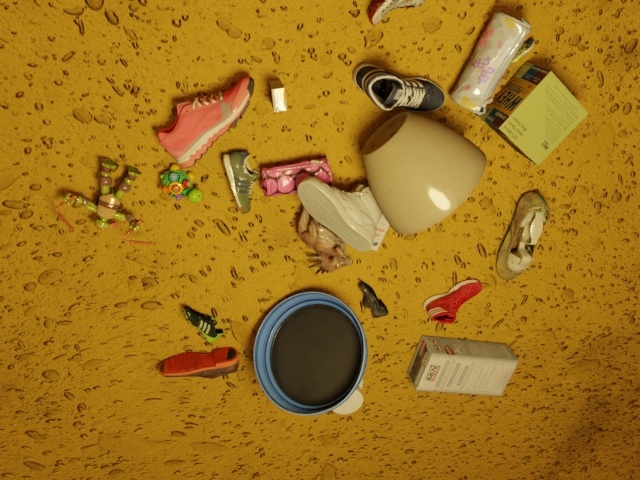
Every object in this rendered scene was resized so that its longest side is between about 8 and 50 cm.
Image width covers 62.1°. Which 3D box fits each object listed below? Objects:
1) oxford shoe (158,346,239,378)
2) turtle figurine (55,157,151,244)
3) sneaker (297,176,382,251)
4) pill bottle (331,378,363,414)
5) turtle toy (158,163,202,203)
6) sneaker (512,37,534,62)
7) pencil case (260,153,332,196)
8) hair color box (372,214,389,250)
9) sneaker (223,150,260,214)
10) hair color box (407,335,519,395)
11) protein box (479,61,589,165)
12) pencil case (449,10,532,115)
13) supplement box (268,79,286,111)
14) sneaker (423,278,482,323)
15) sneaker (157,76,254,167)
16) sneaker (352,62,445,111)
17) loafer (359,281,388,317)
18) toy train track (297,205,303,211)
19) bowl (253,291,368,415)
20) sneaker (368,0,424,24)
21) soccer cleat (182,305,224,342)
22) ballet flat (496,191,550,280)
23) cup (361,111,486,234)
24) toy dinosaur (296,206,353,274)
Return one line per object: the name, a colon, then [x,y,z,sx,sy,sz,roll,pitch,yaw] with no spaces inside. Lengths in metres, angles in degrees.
oxford shoe: [-0.415,0.445,1.833,0.271,0.097,0.098,-5,125,-9]
turtle figurine: [-0.579,-0.107,1.495,0.269,0.087,0.217,23,105,-13]
sneaker: [0.064,-0.118,1.553,0.108,0.169,0.292,-18,128,45]
pill bottle: [0.063,0.457,1.831,0.152,0.272,0.152,-5,120,-9]
turtle toy: [-0.398,-0.152,1.518,0.130,0.066,0.095,28,110,-24]
sneaker: [0.573,-0.548,1.518,0.035,0.031,0.083,38,106,-26]
pencil case: [-0.072,-0.188,1.553,0.209,0.095,0.098,-12,155,-7]
hair color box: [0.168,-0.058,1.695,0.093,0.053,0.167,16,113,-19]
sneaker: [-0.216,-0.170,1.546,0.086,0.064,0.192,-14,117,2]
hair color box: [0.544,0.483,2.038,0.374,0.114,0.185,8,116,-16]
protein box: [0.624,-0.372,1.566,0.199,0.136,0.201,33,107,-26]
pencil case: [0.469,-0.489,1.478,0.113,0.124,0.273,17,113,-20]
supplement box: [-0.116,-0.389,1.426,0.036,0.098,0.062,-8,119,-7]
sneaker: [0.486,0.229,1.875,0.221,0.128,0.087,-28,121,6]
sneaker: [-0.307,-0.334,1.409,0.314,0.116,0.136,-42,117,13]
sneaker: [0.233,-0.401,1.459,0.282,0.153,0.099,12,116,-17]
loafer: [0.173,0.213,1.844,0.061,0.062,0.170,-31,119,12]
toy train track: [-0.034,-0.109,1.648,0.083,0.014,0.048,-27,120,4]
bowl: [-0.029,0.364,1.722,0.391,0.391,0.077,-36,153,9]
sneaker: [0.223,-0.630,1.369,0.225,0.088,0.093,-35,121,9]
soccer cleat: [-0.389,0.268,1.763,0.072,0.060,0.179,-34,127,-3]
ballet flat: [0.689,0.009,1.804,0.123,0.123,0.349,1,119,-12]
cup: [0.253,-0.216,1.485,0.331,0.331,0.237,-43,109,13]
toy dinosaur: [0.000,0.000,1.654,0.296,0.127,0.200,47,143,-14]
